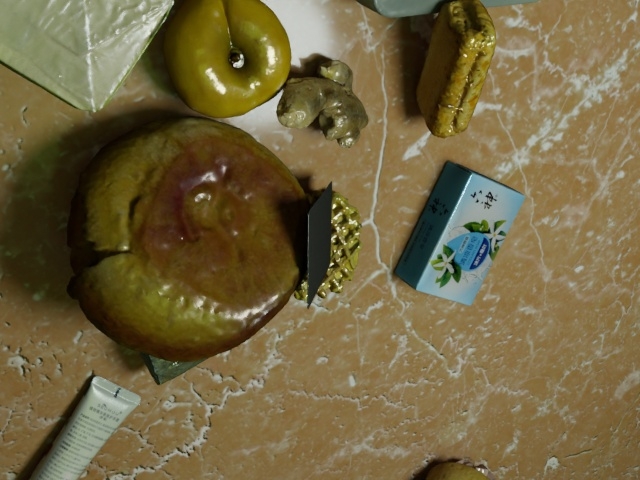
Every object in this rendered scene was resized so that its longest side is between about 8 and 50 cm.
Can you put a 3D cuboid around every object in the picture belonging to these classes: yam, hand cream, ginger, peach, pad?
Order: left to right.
[{"bbox_3d":[-0.403,0.346,1.131,0.095,0.059,0.276,38,87,-33],"label":"hand cream"},{"bbox_3d":[-0.200,0.139,1.108,0.194,0.107,0.107,-33,123,-9],"label":"yam"},{"bbox_3d":[-0.127,-0.256,0.967,0.179,0.103,0.179,-7,105,-27],"label":"peach"},{"bbox_3d":[0.000,0.000,1.044,0.003,0.211,0.143,3,106,9],"label":"pad"},{"bbox_3d":[0.011,-0.191,1.048,0.214,0.058,0.133,-43,122,-51],"label":"ginger"}]

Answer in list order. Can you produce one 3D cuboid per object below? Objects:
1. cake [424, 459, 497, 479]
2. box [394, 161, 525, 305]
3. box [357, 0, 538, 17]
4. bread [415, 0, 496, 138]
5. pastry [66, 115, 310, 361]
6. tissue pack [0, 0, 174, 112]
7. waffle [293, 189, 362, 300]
[{"bbox_3d":[0.319,0.568,1.527,0.178,0.208,0.185,-26,164,-46],"label":"cake"},{"bbox_3d":[0.253,-0.010,1.286,0.142,0.083,0.232,18,104,-31],"label":"box"},{"bbox_3d":[0.223,-0.515,0.996,0.372,0.090,0.367,-13,130,-26],"label":"box"},{"bbox_3d":[0.210,-0.263,1.092,0.083,0.114,0.211,-7,147,-9],"label":"bread"},{"bbox_3d":[-0.175,-0.004,0.976,0.355,0.164,0.356,7,73,-24],"label":"pastry"},{"bbox_3d":[-0.306,-0.278,0.761,0.200,0.274,0.167,32,95,-34],"label":"tissue pack"},{"bbox_3d":[-0.002,0.007,1.180,0.148,0.051,0.194,-7,114,-27],"label":"waffle"}]
